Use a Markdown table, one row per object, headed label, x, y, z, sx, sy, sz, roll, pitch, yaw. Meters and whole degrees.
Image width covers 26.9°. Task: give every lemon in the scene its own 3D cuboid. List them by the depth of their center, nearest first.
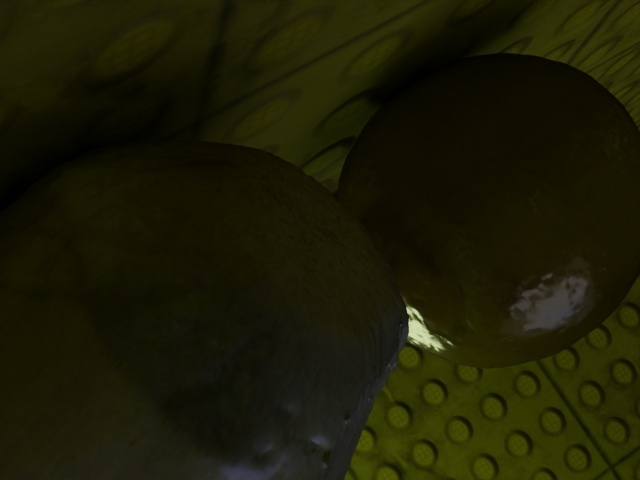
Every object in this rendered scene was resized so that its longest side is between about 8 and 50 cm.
| label | x | y | z | sx | sy | sz | roll | pitch | yaw |
| --- | --- | --- | --- | --- | --- | --- | --- | --- | --- |
| lemon | 0.187 | -0.034 | 1.406 | 0.348 | 0.348 | 0.348 | -33 | 170 | -6 |

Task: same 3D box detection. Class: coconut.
| label | x | y | z | sx | sy | sz | roll | pitch | yaw |
| --- | --- | --- | --- | --- | --- | --- | --- | --- | --- |
| coconut | -0.139 | 0.121 | 1.036 | 0.415 | 0.345 | 0.415 | -36 | 170 | -8 |
